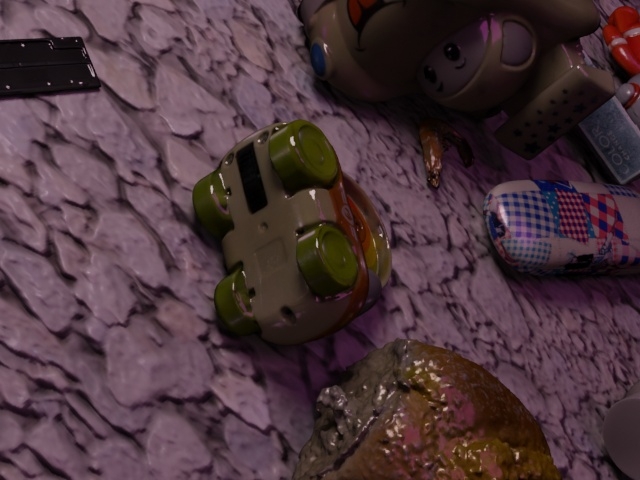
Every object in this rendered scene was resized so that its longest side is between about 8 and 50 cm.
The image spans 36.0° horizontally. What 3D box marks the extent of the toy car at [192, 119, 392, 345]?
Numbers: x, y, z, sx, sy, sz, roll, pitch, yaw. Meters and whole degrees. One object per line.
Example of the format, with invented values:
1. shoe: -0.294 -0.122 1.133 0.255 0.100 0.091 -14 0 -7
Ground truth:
1. toy car: 0.000 0.000 1.032 0.235 0.145 0.235 33 42 -37

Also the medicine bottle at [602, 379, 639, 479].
1. medicine bottle: 0.467 0.213 1.229 0.250 0.131 0.131 -14 73 -40

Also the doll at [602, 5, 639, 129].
1. doll: 0.537 -0.243 1.581 0.200 0.105 0.336 23 45 -21

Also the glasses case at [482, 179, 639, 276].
1. glasses case: 0.347 -0.017 1.318 0.327 0.076 0.125 1 62 -36

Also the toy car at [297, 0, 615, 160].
1. toy car: 0.172 -0.246 1.219 0.336 0.242 0.226 4 59 -38

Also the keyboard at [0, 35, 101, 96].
1. keyboard: -0.317 -0.172 0.976 0.202 0.011 0.067 -13 74 -40

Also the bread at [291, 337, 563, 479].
1. bread: 0.103 0.210 0.937 0.246 0.176 0.195 41 46 -9

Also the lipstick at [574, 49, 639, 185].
1. lipstick: 0.389 -0.212 1.453 0.289 0.077 0.076 56 11 5

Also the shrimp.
1. shrimp: 0.163 -0.107 1.274 0.091 0.025 0.127 28 48 -21
